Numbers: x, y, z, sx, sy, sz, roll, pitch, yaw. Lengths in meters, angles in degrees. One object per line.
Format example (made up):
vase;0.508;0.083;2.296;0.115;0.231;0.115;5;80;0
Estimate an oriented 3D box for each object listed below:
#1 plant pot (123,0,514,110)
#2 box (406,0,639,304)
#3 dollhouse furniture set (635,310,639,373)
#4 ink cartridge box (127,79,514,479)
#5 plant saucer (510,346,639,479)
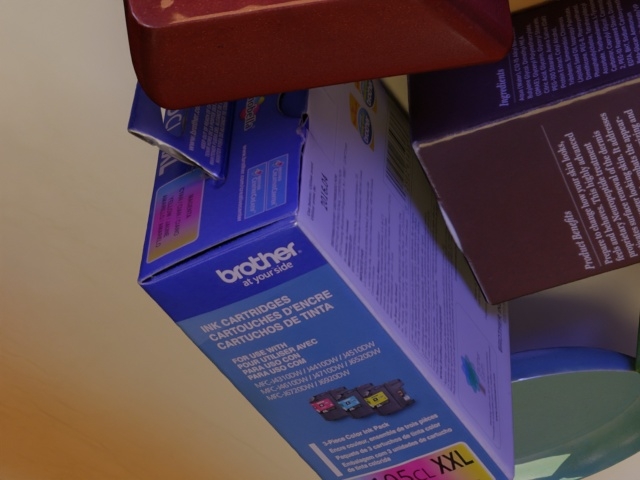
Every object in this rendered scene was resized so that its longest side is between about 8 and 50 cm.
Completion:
plant pot;-0.026;-0.234;1.185;0.267;0.236;0.267;-8;93;8
box;0.277;-0.102;1.442;0.381;0.143;0.191;-17;130;13
dollhouse furniture set;0.432;0.049;1.488;0.197;0.151;0.301;19;163;-28
ink cartridge box;0.000;0.000;1.444;0.151;0.270;0.395;-21;128;22
plant saucer;0.175;0.172;1.684;0.317;0.044;0.318;-11;153;-6
